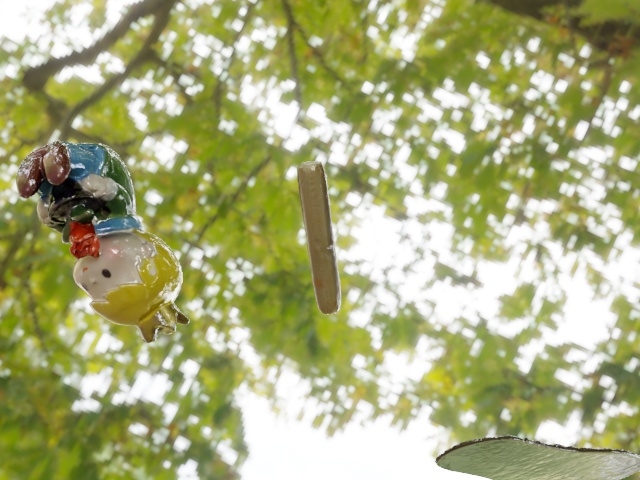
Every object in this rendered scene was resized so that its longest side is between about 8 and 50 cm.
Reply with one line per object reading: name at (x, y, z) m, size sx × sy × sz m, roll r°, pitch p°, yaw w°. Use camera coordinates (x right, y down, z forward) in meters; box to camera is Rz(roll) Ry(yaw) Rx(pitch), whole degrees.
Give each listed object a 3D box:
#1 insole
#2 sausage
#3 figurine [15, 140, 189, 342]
insole at (0.215, 0.216, 1.218) m, size 0.111 × 0.007 × 0.328 m, roll -31°, pitch -31°, yaw 30°
sausage at (0.000, 0.000, 1.027) m, size 0.024 × 0.024 × 0.132 m, roll 14°, pitch -61°, yaw 45°
figurine at (-0.244, 0.006, 1.437) m, size 0.127 × 0.234 × 0.185 m, roll -19°, pitch -12°, yaw 11°
